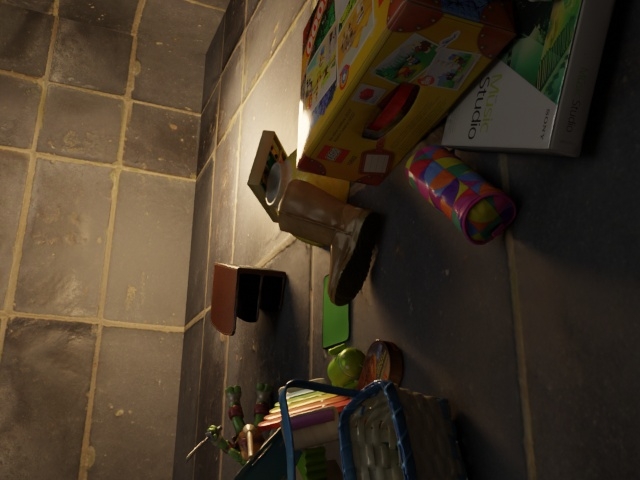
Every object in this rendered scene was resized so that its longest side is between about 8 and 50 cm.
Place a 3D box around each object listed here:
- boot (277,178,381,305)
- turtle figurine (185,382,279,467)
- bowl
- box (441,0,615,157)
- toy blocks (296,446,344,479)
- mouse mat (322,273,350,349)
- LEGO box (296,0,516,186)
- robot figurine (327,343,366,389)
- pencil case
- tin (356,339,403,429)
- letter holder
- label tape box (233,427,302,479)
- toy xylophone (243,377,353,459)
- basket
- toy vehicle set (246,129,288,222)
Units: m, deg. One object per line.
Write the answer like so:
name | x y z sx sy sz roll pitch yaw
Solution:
boot | 0.000 0.000 1.515 0.270 0.089 0.236 23 91 42
turtle figurine | -0.202 0.507 1.803 0.198 0.275 0.266 -29 42 20
bowl | -0.053 -0.135 1.723 0.289 0.156 0.289 -172 90 -69
box | 0.301 -0.250 1.004 0.322 0.059 0.232 -153 73 -71
toy blocks | -0.002 0.646 1.321 0.261 0.191 0.381 54 131 45
mouse mat | 0.037 0.161 1.590 0.153 0.007 0.189 145 131 -61
LEGO box | 0.125 -0.386 1.218 0.500 0.193 0.372 131 145 -59
robot figurine | 0.058 0.274 1.413 0.115 0.067 0.101 -53 52 47
pencil case | 0.229 -0.082 1.100 0.236 0.105 0.104 -119 43 -58
tin | 0.115 0.291 1.312 0.106 0.040 0.189 -128 50 -66
letter holder | -0.237 0.188 2.062 0.302 0.152 0.214 -177 94 -68
label tape box | -0.139 0.605 1.547 0.241 0.106 0.333 -37 -23 -52
toy xylophone | -0.054 0.379 1.404 0.323 0.236 0.081 165 92 -77
basket | 0.078 0.352 1.039 0.201 0.289 0.254 -52 33 42
toy vehicle set | -0.131 -0.173 1.848 0.267 0.035 0.165 60 -139 -66
